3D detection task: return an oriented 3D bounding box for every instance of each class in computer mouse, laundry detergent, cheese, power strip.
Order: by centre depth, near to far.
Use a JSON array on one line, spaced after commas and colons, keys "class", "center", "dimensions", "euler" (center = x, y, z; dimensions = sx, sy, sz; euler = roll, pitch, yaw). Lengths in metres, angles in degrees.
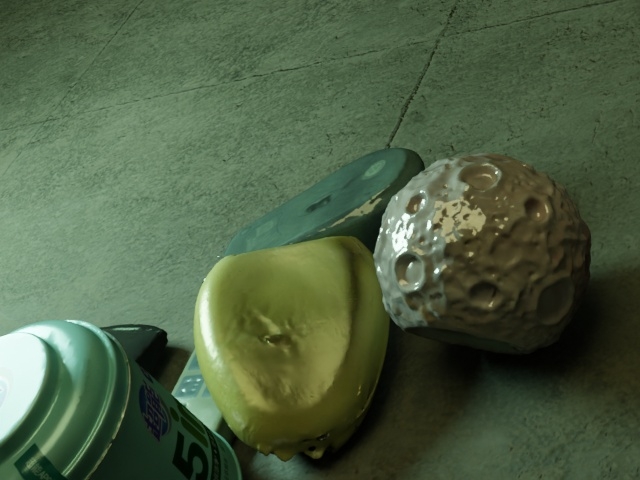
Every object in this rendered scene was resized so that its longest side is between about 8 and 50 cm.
[{"class": "laundry detergent", "center": [-0.289, 0.264, 1.378], "dimensions": [0.287, 0.305, 0.287], "euler": [-22, 41, 21]}, {"class": "cheese", "center": [-0.037, 0.139, 1.517], "dimensions": [0.259, 0.128, 0.316], "euler": [-12, 53, 11]}, {"class": "power strip", "center": [-0.142, 0.197, 1.631], "dimensions": [0.118, 0.046, 0.270], "euler": [-7, 40, 31]}, {"class": "computer mouse", "center": [-0.336, 0.225, 1.715], "dimensions": [0.168, 0.087, 0.295], "euler": [-3, 29, 31]}, {"class": "computer mouse", "center": [0.000, 0.000, 1.716], "dimensions": [0.371, 0.122, 0.188], "euler": [-27, 22, 12]}]

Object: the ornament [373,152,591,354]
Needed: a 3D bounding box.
[{"class": "ornament", "center": [0.192, 0.012, 1.413], "dimensions": [0.259, 0.259, 0.225], "euler": [4, 77, 41]}]
